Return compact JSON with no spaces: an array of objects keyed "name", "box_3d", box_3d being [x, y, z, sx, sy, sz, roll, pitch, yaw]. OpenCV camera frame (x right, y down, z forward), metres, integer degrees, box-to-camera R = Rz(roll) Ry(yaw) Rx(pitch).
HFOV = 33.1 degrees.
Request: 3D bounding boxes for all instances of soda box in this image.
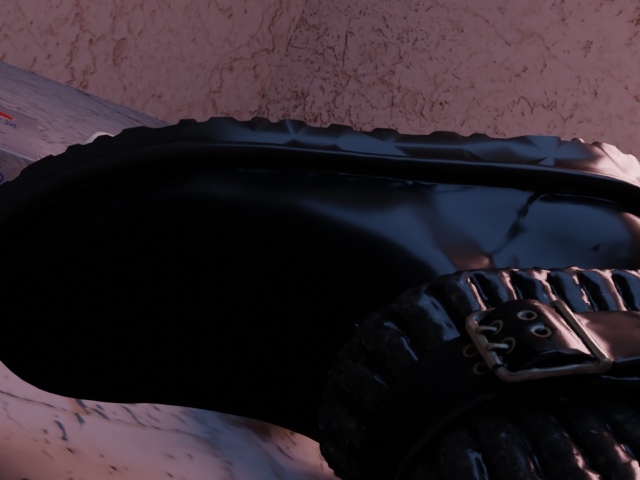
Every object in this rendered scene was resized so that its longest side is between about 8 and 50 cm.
[{"name":"soda box","box_3d":[-0.299,-0.064,0.914,0.098,0.091,0.286,21,6,-19]}]

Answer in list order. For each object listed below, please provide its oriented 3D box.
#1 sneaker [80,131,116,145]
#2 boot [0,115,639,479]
[{"name":"sneaker","box_3d":[-0.144,-0.001,0.825,0.126,0.127,0.321,22,8,-36]},{"name":"boot","box_3d":[0.014,0.072,0.422,0.348,0.131,0.260,-5,42,-1]}]
